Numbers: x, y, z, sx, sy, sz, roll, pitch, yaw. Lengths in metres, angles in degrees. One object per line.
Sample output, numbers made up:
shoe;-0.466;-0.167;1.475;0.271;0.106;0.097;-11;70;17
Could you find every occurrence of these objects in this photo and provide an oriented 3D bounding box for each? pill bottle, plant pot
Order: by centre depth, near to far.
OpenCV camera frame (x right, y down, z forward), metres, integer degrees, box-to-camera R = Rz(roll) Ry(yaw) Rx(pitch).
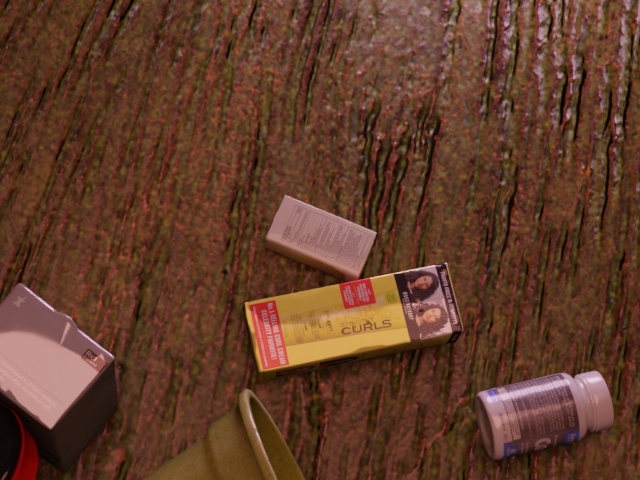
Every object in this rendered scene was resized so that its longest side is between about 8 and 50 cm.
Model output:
plant pot;-0.123;0.328;1.525;0.254;0.276;0.276;-27;76;0
pill bottle;0.245;0.189;1.668;0.137;0.078;0.078;-12;74;-7

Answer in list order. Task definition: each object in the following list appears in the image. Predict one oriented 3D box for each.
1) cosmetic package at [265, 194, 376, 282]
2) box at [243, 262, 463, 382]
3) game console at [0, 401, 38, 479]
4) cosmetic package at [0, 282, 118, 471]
cosmetic package;0.000;0.000;1.730;0.115;0.041;0.060;24;73;4
box;0.035;0.091;1.695;0.232;0.058;0.087;-10;74;-6
game console;-0.486;0.255;1.513;0.386;0.060;0.342;25;67;40
cosmetic package;-0.284;0.146;1.564;0.127;0.238;0.107;37;74;8
